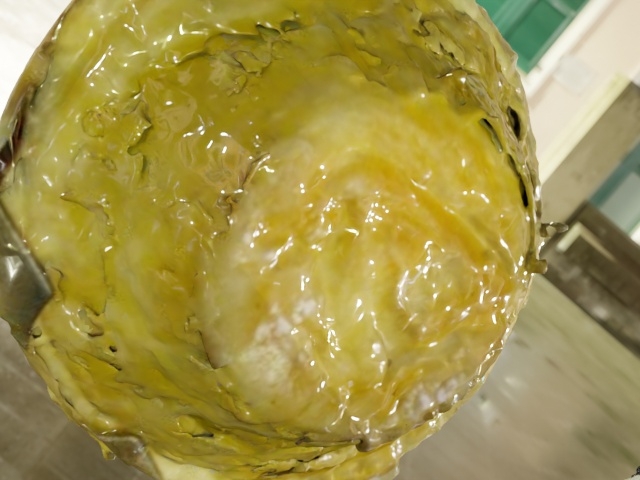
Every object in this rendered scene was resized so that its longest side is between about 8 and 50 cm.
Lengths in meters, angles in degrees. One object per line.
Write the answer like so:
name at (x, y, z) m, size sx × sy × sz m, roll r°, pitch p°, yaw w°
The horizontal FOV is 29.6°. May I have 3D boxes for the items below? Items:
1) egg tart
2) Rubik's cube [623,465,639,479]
egg tart at (0.000, -0.001, 0.613) m, size 0.341 × 0.341 × 0.132 m, roll 31°, pitch 2°, yaw -34°
Rubik's cube at (0.124, 0.232, 0.460) m, size 0.207 × 0.205 × 0.205 m, roll 46°, pitch -30°, yaw 6°
